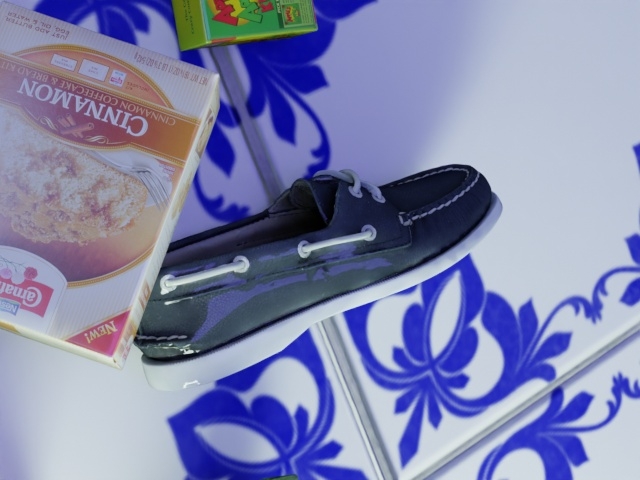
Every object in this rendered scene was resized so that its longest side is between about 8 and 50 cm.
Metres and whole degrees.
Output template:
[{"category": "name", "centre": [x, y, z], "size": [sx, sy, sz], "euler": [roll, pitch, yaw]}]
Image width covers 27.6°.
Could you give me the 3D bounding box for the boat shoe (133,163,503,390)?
[{"category": "boat shoe", "centre": [0.000, 0.000, 0.910], "size": [0.302, 0.114, 0.091], "euler": [-29, 110, -30]}]

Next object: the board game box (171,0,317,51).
[{"category": "board game box", "centre": [-0.065, -0.230, 0.913], "size": [0.092, 0.043, 0.181], "euler": [-12, 95, -31]}]

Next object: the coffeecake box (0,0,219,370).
[{"category": "coffeecake box", "centre": [-0.158, -0.032, 0.801], "size": [0.142, 0.068, 0.185], "euler": [19, 78, 0]}]

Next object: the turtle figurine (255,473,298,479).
[{"category": "turtle figurine", "centre": [-0.001, 0.288, 0.843], "size": [0.198, 0.274, 0.266], "euler": [-5, 83, -48]}]
